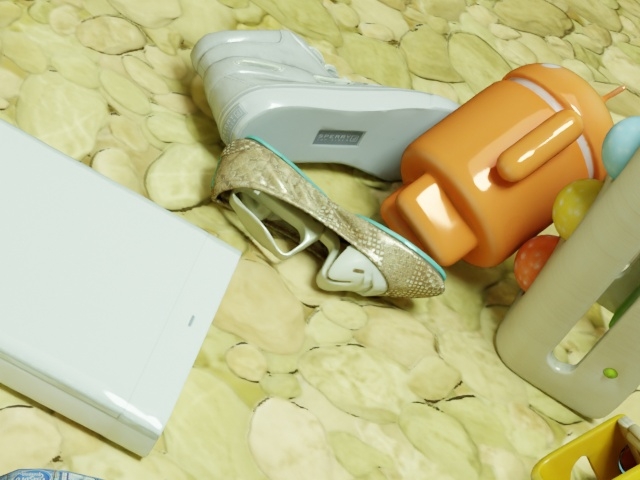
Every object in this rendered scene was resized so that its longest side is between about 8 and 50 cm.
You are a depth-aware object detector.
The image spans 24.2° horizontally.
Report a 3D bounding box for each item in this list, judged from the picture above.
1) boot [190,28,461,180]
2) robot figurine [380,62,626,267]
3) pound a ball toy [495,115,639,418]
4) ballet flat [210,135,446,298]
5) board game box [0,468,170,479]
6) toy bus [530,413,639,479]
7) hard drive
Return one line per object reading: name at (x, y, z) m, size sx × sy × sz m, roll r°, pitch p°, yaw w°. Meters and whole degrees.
boot at (0.014, -0.128, 1.284) m, size 0.258 × 0.095 × 0.123 m, roll 5°, pitch 45°, yaw -37°
robot figurine at (0.155, -0.064, 1.246) m, size 0.219 × 0.158 × 0.128 m, roll -36°, pitch 54°, yaw -16°
pound a ball toy at (0.249, -0.011, 1.183) m, size 0.136 × 0.319 × 0.208 m, roll 33°, pitch 51°, yaw 2°
ballet flat at (0.000, 0.000, 1.169) m, size 0.206 × 0.073 × 0.067 m, roll 33°, pitch 63°, yaw 4°
board game box at (-0.096, 0.227, 0.835) m, size 0.194 × 0.060 × 0.194 m, roll 18°, pitch 39°, yaw -20°
toy bus at (0.225, 0.226, 1.035) m, size 0.104 × 0.191 × 0.202 m, roll -29°, pitch 58°, yaw -2°
hard drive at (-0.218, 0.001, 1.014) m, size 0.308 × 0.040 × 0.203 m, roll 29°, pitch 37°, yaw -7°
